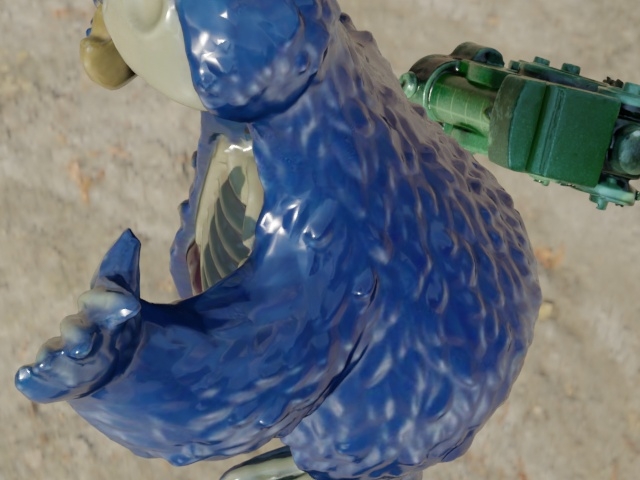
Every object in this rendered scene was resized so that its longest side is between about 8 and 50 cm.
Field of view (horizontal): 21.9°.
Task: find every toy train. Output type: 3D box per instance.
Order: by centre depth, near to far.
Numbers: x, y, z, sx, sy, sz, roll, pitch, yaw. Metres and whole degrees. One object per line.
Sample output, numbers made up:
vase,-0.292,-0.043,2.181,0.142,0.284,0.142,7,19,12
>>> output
toy train,0.113,-0.067,0.916,0.105,0.071,0.178,9,10,-24

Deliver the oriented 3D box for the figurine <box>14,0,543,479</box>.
figurine,0.002,-0.004,0.495,0.121,0.262,0.164,-3,67,13
